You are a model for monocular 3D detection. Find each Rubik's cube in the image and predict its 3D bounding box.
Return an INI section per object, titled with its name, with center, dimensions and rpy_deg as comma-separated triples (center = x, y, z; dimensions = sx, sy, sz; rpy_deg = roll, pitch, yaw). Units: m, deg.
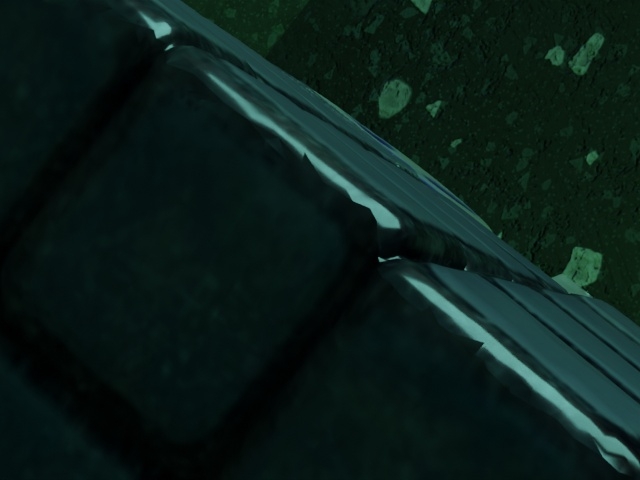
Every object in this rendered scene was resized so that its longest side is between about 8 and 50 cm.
[Rubik's cube]
center = -0.033, 0.139, 0.604
dimensions = 0.337, 0.344, 0.344
rpy_deg = 38, 7, 16

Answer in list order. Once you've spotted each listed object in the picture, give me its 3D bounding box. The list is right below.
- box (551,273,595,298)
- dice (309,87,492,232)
[box]
center = 0.129, 0.159, 1.403
dimensions = 0.135, 0.269, 0.079
rpy_deg = -17, 49, -36
[dice]
center = 0.000, 0.000, 2.111
dimensions = 0.304, 0.277, 0.304
rpy_deg = 43, 6, 21
